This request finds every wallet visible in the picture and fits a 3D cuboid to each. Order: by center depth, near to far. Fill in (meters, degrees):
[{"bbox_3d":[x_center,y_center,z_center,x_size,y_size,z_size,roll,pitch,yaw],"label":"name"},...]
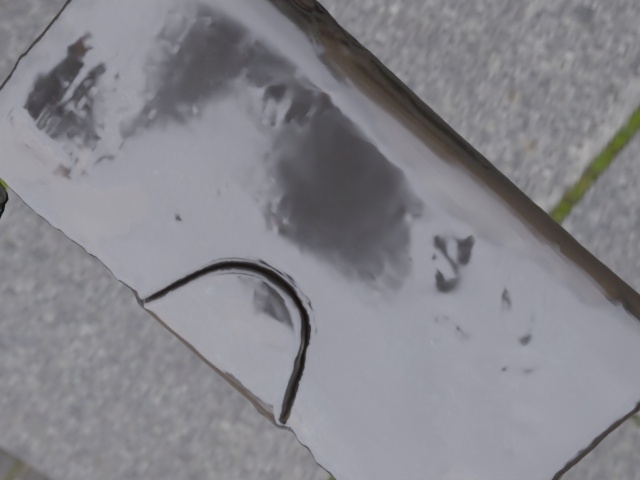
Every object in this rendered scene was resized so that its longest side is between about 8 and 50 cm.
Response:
[{"bbox_3d":[0.000,0.000,0.880,0.309,0.042,0.165,42,108,-2],"label":"wallet"}]

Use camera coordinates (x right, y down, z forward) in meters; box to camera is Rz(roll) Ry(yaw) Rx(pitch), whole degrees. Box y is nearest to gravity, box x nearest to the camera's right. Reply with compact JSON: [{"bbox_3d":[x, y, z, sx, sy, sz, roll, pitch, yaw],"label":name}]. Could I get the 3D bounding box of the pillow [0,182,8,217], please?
[{"bbox_3d":[-0.222,0.045,0.576,0.034,0.255,0.189,64,151,5],"label":"pillow"}]
